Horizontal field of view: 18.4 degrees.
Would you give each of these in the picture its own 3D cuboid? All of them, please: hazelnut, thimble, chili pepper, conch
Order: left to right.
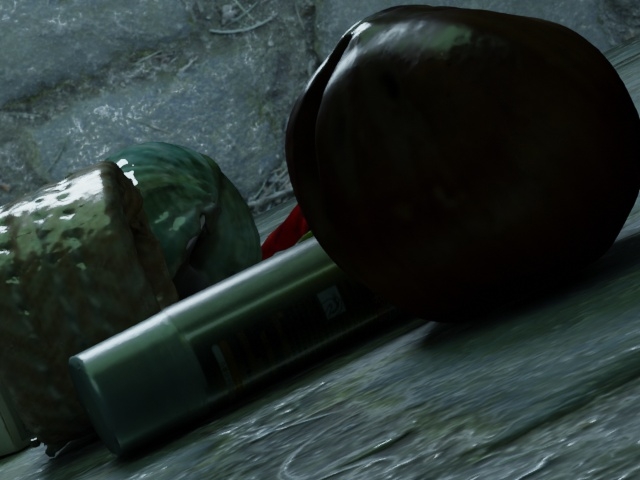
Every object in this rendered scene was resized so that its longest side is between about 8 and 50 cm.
[{"bbox_3d":[-0.193,0.046,1.567,0.148,0.196,0.229,-21,39,-1],"label":"thimble"},{"bbox_3d":[-0.142,0.015,1.832,0.195,0.220,0.277,14,-32,-17],"label":"conch"},{"bbox_3d":[0.004,-0.004,2.073,0.137,0.092,0.368,-45,0,-9],"label":"chili pepper"},{"bbox_3d":[0.095,-0.061,1.273,0.217,0.217,0.251,-27,12,-26],"label":"hazelnut"}]

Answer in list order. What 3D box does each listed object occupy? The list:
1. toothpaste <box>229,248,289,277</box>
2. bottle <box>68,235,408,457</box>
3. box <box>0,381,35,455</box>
[{"bbox_3d":[0.034,0.017,1.776,0.234,0.057,0.089,-18,0,-19],"label":"toothpaste"},{"bbox_3d":[-0.035,0.057,1.395,0.286,0.082,0.082,-26,4,-16],"label":"bottle"},{"bbox_3d":[-0.317,0.160,1.833,0.256,0.069,0.164,-22,5,40],"label":"box"}]
